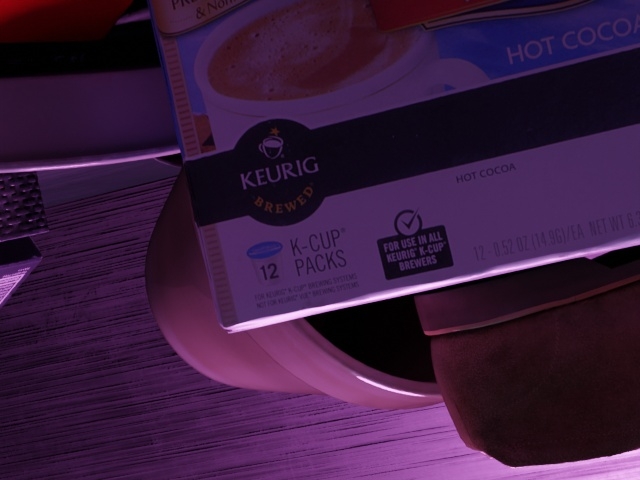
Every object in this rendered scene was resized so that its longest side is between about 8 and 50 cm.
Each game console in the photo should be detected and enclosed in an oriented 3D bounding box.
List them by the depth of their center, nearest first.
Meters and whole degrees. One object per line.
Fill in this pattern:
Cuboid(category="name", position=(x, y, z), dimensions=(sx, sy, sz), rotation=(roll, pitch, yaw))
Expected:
Cuboid(category="game console", position=(-0.187, -0.146, 0.812), dimensions=(0.124, 0.085, 0.144), rotation=(24, -160, 29))

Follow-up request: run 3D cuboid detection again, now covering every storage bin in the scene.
Cuboid(category="storage bin", position=(-0.340, -0.028, 1.212), dimensions=(0.180, 0.084, 0.122), rotation=(-12, -177, -24))

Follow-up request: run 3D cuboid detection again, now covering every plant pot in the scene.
Cuboid(category="plant pot", position=(0.000, 0.000, 1.148), dimensions=(0.323, 0.323, 0.280), rotation=(-13, 170, -34))

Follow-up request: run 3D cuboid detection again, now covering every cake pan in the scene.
Cuboid(category="cake pan", position=(-0.215, -0.088, 0.920), dimensions=(0.293, 0.054, 0.293), rotation=(-2, -170, 0))

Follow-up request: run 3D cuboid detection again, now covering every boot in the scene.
Cuboid(category="boot", position=(0.211, 0.051, 0.826), dimensions=(0.305, 0.115, 0.112), rotation=(-14, 179, -11))

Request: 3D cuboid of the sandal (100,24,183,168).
Cuboid(category="sandal", position=(-0.113, -0.116, 1.264), dimensions=(0.167, 0.107, 0.446), rotation=(-13, 179, 23))

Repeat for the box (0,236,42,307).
Cuboid(category="box", position=(-0.514, 0.061, 1.487), dimensions=(0.294, 0.183, 0.296), rotation=(-47, 160, 31))

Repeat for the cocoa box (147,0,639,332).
Cuboid(category="cocoa box", position=(0.108, -0.101, 0.814), dimensions=(0.347, 0.228, 0.231), rotation=(-13, 180, 16))
